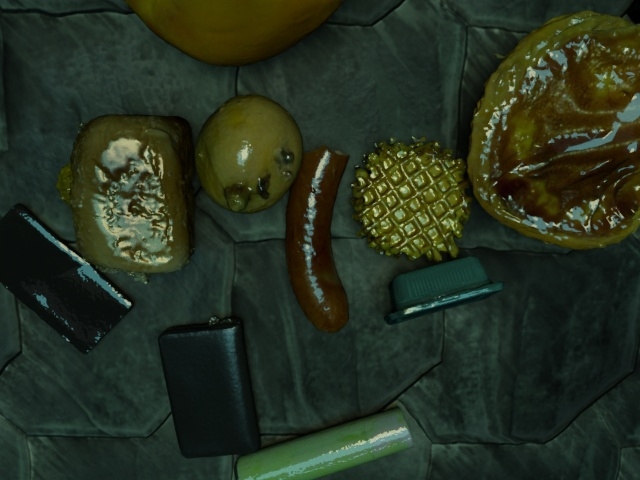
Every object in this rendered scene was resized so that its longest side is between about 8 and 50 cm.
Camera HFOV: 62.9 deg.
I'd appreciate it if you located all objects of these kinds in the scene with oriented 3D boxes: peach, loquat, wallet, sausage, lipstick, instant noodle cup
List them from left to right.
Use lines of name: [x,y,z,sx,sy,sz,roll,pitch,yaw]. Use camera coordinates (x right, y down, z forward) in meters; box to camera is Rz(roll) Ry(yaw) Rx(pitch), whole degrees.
wallet: [-0.432,0.064,0.849,0.244,0.025,0.124,44,96,-7]
wallet: [-0.187,0.249,0.886,0.149,0.044,0.249,-8,101,4]
peach: [-0.092,-0.374,0.663,0.308,0.289,0.288,-29,102,-29]
loquat: [-0.103,-0.116,0.752,0.150,0.204,0.172,24,130,-23]
sausage: [-0.005,0.001,0.827,0.103,0.076,0.301,0,101,2]
lipstick: [0.003,0.364,0.899,0.305,0.076,0.076,-18,101,0]
instant noodle cup: [0.183,0.077,0.822,0.179,0.157,0.070,-14,78,1]

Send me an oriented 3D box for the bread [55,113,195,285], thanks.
bread: [-0.272,-0.057,0.747,0.176,0.195,0.246,-1,100,-6]

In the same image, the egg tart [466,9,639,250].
egg tart: [0.377,-0.162,0.773,0.340,0.153,0.351,37,97,-8]

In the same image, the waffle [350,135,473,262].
waffle: [0.144,-0.066,0.827,0.193,0.070,0.197,-1,98,-2]

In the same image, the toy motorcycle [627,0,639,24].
toy motorcycle: [0.624,-0.303,0.777,0.331,0.125,0.196,27,98,-11]
